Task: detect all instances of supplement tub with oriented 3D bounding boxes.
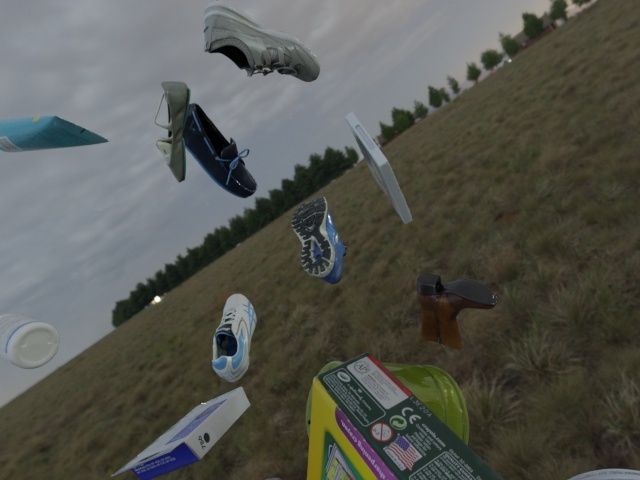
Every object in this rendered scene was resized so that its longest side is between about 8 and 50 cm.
[{"bbox_3d":[-0.467,0.155,0.659,0.107,0.071,0.071,5,29,33],"label":"supplement tub"}]

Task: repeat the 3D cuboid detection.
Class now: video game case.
[{"bbox_3d":[0.099,-0.119,0.710,0.019,0.157,0.143,-30,50,7],"label":"video game case"}]

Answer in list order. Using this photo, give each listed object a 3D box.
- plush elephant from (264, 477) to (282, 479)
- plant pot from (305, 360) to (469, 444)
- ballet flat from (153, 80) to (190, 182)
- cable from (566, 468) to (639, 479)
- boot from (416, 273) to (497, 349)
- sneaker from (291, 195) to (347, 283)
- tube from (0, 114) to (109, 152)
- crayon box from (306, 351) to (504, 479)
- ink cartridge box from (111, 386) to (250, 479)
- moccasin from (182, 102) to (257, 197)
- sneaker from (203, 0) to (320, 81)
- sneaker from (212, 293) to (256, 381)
[{"bbox_3d":[-0.038,0.806,1.098,0.272,0.330,0.255,10,-60,-46],"label":"plush elephant"},{"bbox_3d":[0.162,0.504,1.218,0.366,0.353,0.366,-46,31,39],"label":"plant pot"},{"bbox_3d":[-0.317,-0.227,0.894,0.068,0.213,0.072,-1,27,-28],"label":"ballet flat"},{"bbox_3d":[0.440,0.433,0.572,0.257,0.257,0.089,9,28,18],"label":"cable"},{"bbox_3d":[0.445,0.261,1.393,0.264,0.280,0.096,6,33,30],"label":"boot"},{"bbox_3d":[0.000,0.000,1.331,0.130,0.147,0.330,-21,49,17],"label":"sneaker"},{"bbox_3d":[-0.419,-0.161,0.636,0.207,0.052,0.080,5,-4,28],"label":"tube"},{"bbox_3d":[0.120,0.374,0.507,0.106,0.313,0.363,-15,33,-30],"label":"crayon box"},{"bbox_3d":[-0.308,0.463,1.000,0.165,0.065,0.332,-27,-4,15],"label":"ink cartridge box"},{"bbox_3d":[-0.309,-0.267,1.305,0.117,0.342,0.138,-28,37,26],"label":"moccasin"},{"bbox_3d":[-0.133,-0.410,0.949,0.105,0.281,0.115,-1,76,62],"label":"sneaker"},{"bbox_3d":[-0.197,0.200,0.950,0.085,0.086,0.237,-19,37,8],"label":"sneaker"}]
